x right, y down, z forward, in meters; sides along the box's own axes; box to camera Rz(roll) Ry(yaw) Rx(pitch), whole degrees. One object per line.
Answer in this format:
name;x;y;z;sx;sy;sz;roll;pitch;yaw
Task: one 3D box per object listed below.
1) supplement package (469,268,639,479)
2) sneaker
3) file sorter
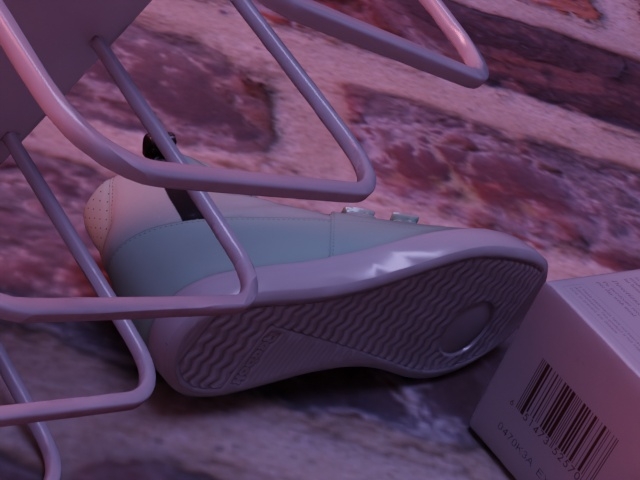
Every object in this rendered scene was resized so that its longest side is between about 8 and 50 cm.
supplement package;0.189;0.083;0.686;0.179;0.105;0.105;-5;40;-36
sneaker;0.000;0.000;0.703;0.256;0.094;0.151;-2;37;-36
file sorter;-0.105;-0.042;0.469;0.173;0.278;0.193;55;22;20
